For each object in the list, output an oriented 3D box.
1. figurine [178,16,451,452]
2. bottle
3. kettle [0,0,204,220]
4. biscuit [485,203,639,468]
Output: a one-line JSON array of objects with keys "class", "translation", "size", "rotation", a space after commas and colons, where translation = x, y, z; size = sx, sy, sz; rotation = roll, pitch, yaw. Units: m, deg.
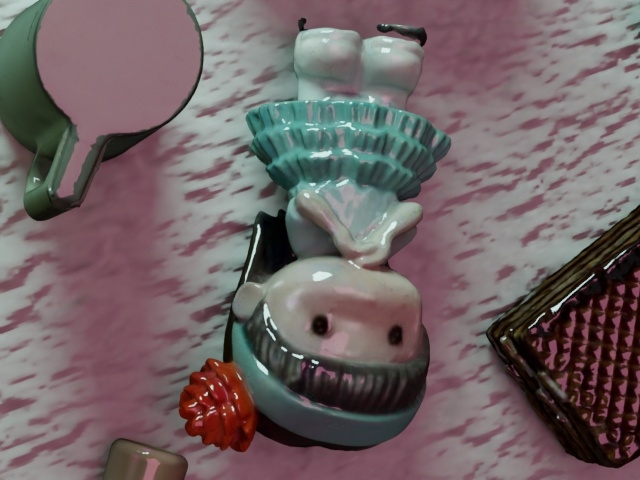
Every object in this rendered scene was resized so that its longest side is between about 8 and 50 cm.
[{"class": "figurine", "translation": [0.000, 0.000, 1.061], "size": [0.138, 0.110, 0.245], "rotation": [7, 84, -7]}, {"class": "bottle", "translation": [-0.108, 0.162, 1.055], "size": [0.045, 0.045, 0.096], "rotation": [18, 86, -15]}, {"class": "kettle", "translation": [-0.127, -0.084, 1.000], "size": [0.127, 0.148, 0.098], "rotation": [-39, 100, -13]}, {"class": "biscuit", "translation": [0.226, 0.025, 1.142], "size": [0.252, 0.070, 0.106], "rotation": [-37, 100, -14]}]
